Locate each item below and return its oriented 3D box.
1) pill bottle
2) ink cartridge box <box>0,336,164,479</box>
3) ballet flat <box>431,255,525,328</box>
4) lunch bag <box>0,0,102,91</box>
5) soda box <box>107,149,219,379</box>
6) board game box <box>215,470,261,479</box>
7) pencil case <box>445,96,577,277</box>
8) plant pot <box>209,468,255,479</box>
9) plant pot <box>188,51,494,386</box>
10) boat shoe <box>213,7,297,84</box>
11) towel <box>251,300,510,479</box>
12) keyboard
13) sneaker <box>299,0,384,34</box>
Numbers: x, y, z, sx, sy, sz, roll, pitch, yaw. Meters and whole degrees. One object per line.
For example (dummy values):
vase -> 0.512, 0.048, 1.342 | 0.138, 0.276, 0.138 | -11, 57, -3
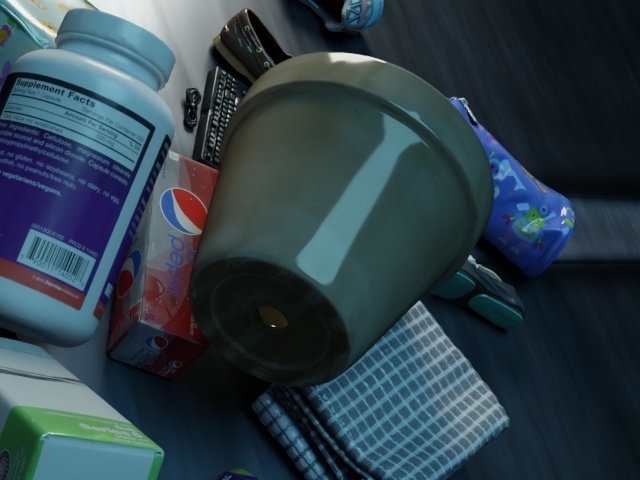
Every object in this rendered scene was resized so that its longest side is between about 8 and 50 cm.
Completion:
pill bottle -> -0.263, -0.066, 1.384 | 0.181, 0.181, 0.323 | 26, 76, -24
ink cartridge box -> -0.262, 0.211, 1.143 | 0.115, 0.198, 0.273 | 15, 7, -35
ballet flat -> 0.207, 0.057, 1.899 | 0.203, 0.074, 0.074 | 29, 42, -31
lunch bag -> -0.366, -0.264, 1.562 | 0.279, 0.108, 0.224 | 41, 20, 6
soda box -> -0.178, 0.023, 1.563 | 0.092, 0.083, 0.263 | 24, 46, -26
board game box -> -0.145, 0.389, 1.226 | 0.347, 0.056, 0.208 | -41, 128, -51
pencil case -> 0.246, -0.086, 2.005 | 0.306, 0.133, 0.119 | 42, 10, -9
plant pot -> -0.100, 0.280, 1.436 | 0.083, 0.083, 0.079 | 50, 27, 3
plant pot -> 0.000, 0.000, 1.497 | 0.323, 0.323, 0.280 | 39, 45, -10
boat shoe -> -0.057, -0.230, 1.883 | 0.207, 0.073, 0.073 | 46, 21, -6
towel -> 0.081, 0.198, 1.627 | 0.235, 0.121, 0.284 | 53, 40, 7
keyboard -> -0.134, -0.160, 1.801 | 0.108, 0.023, 0.180 | 27, 43, -23
sneaker -> -0.012, -0.427, 2.069 | 0.262, 0.104, 0.125 | 50, 41, 2
